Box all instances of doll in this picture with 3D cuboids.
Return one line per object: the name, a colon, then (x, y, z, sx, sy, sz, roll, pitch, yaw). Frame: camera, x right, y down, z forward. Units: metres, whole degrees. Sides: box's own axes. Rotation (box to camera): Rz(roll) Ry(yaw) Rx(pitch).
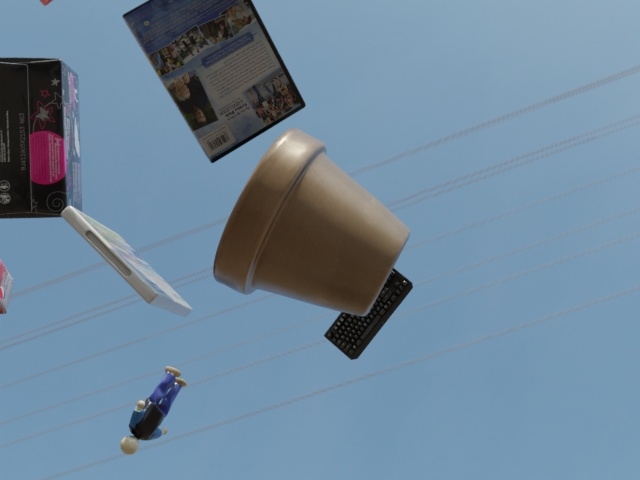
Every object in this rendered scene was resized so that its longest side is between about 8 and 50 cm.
doll: (-0.344, 0.358, 1.406, 0.046, 0.189, 0.129, 10, -43, 26)

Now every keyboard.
keyboard: (0.074, 0.116, 1.234, 0.108, 0.023, 0.180, 40, -80, 21)

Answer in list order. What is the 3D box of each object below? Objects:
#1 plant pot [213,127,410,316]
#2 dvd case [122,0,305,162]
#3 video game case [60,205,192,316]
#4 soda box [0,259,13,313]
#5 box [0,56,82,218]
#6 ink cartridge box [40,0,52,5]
plant pot: (0.000, 0.000, 1.022, 0.229, 0.263, 0.263, 29, -69, 5)
dvd case: (-0.155, -0.270, 1.040, 0.180, 0.022, 0.253, -33, -67, -8)
video game case: (-0.298, 0.040, 1.077, 0.193, 0.212, 0.023, 43, -96, 10)
soda box: (-0.711, 0.096, 1.247, 0.263, 0.084, 0.092, -10, -47, -1)
box: (-0.484, -0.159, 1.110, 0.163, 0.142, 0.248, -1, -88, -9)
ink cartridge box: (-0.264, -0.365, 0.742, 0.198, 0.067, 0.115, -39, -110, -4)
